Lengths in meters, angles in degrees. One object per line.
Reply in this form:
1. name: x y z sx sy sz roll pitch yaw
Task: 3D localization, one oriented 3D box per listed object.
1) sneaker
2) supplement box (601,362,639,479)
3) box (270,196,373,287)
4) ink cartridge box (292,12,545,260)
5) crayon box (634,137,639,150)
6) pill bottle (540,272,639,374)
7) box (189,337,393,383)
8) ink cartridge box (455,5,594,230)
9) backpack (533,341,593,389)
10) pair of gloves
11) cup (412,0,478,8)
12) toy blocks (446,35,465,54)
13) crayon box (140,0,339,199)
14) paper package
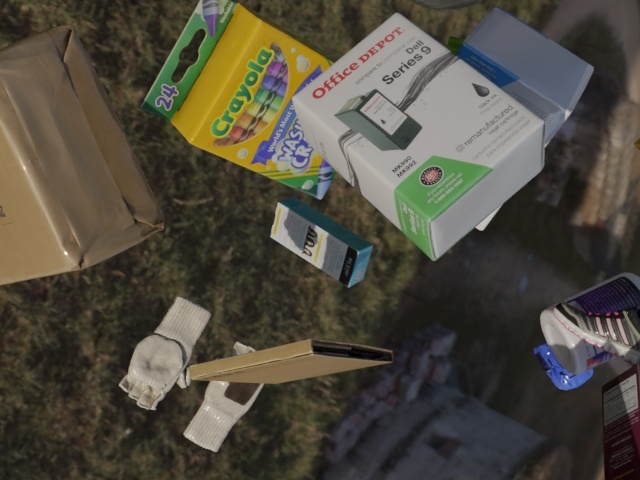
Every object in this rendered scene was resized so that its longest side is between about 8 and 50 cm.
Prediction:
1. sneaker: 0.397 0.114 1.225 0.063 0.170 0.074 22 95 -56
2. supplement box: 0.410 0.259 1.110 0.081 0.104 0.188 127 -20 -50
3. box: 0.000 0.000 2.095 0.060 0.244 0.100 -26 139 -47
4. ink cartridge box: 0.131 -0.149 1.261 0.211 0.289 0.121 -40 151 -10
5. crayon box: 0.843 -0.088 1.828 0.106 0.363 0.313 -44 -167 0
6. pill bottle: 0.436 0.113 1.353 0.193 0.108 0.108 -24 143 -6
7. box: -0.036 0.155 1.143 0.164 0.201 0.021 14 65 -50
8. ink cartridge box: 0.279 -0.201 1.515 0.197 0.198 0.270 -50 173 -49
9. backpack: 0.547 0.273 2.039 0.098 0.120 0.101 -27 169 -5
10. pair of gloves: -0.217 0.239 1.615 0.240 0.042 0.204 40 80 -18
11. cup: 0.243 -0.578 1.752 0.237 0.331 0.331 -67 162 -46
12. toy blocks: 0.258 -0.180 1.867 0.261 0.191 0.381 -57 156 -33
13. crayon box: -0.075 -0.207 1.356 0.323 0.083 0.203 21 107 -40
14. paper package: -0.421 -0.106 1.306 0.168 0.325 0.309 -32 104 -40
